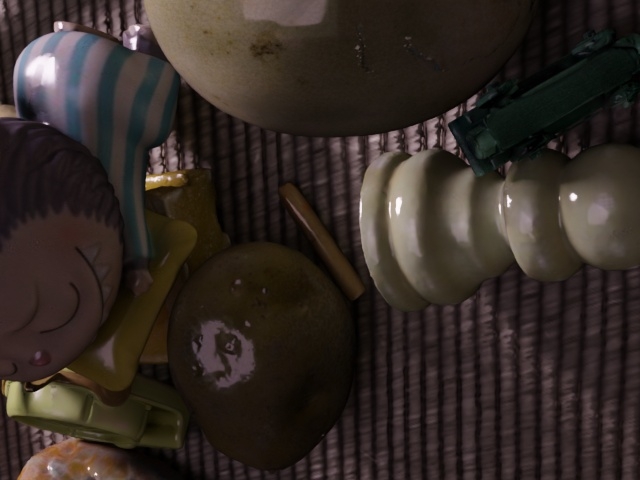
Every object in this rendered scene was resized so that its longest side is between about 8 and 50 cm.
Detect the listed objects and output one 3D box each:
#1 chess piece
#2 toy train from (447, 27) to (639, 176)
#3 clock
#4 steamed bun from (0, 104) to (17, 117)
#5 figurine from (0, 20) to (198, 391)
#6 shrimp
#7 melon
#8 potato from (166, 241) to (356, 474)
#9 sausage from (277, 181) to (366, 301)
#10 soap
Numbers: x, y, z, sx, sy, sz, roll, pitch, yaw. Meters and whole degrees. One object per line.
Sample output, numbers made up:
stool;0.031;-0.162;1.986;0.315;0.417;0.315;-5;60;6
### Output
chess piece;0.174;-0.021;1.314;0.251;0.144;0.144;-7;105;31
toy train;0.186;-0.113;1.256;0.070;0.172;0.099;60;167;0
clock;-0.259;0.165;1.626;0.170;0.232;0.069;2;74;33
steamed bun;-0.383;-0.093;1.630;0.192;0.177;0.106;-16;98;30
figurine;-0.301;-0.067;1.375;0.266;0.378;0.361;6;80;30
shrimp;-0.194;0.308;1.678;0.317;0.164;0.062;23;136;19
melon;0.025;-0.216;1.249;0.330;0.268;0.268;-7;106;15
potato;-0.055;0.111;1.489;0.178;0.160;0.235;1;110;4
sausage;0.000;0.000;1.505;0.024;0.024;0.132;-35;88;38
soap;-0.234;0.034;1.640;0.315;0.091;0.199;-2;106;34
